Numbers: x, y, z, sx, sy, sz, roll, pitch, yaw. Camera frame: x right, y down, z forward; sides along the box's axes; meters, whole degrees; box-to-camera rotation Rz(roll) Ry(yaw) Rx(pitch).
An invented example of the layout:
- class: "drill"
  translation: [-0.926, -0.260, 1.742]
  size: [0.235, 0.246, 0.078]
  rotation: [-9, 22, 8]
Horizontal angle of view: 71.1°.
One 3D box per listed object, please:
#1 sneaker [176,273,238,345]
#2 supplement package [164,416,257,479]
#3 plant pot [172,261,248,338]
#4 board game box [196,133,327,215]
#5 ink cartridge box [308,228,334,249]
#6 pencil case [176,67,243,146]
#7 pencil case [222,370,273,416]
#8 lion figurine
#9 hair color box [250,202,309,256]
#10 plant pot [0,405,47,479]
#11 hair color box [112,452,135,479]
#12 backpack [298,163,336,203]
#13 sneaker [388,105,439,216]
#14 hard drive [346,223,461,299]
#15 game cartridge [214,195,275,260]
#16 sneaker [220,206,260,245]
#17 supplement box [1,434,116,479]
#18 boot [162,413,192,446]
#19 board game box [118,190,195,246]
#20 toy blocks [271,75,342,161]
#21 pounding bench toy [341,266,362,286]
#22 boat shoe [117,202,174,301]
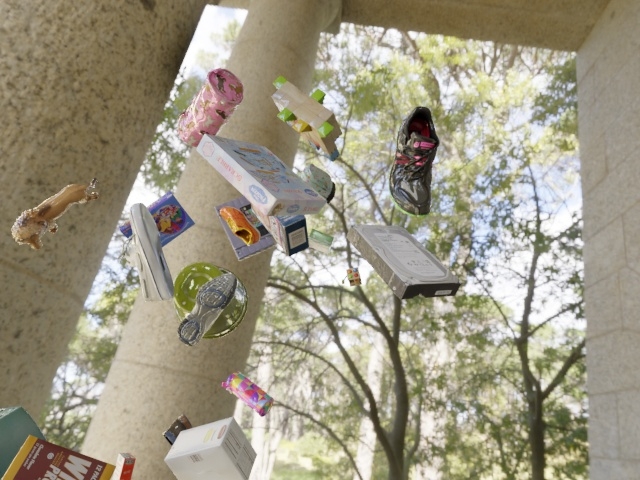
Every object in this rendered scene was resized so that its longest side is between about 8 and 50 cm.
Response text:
- class: "sneaker"
  translation: [-0.390, 0.230, 1.575]
  size: [0.111, 0.297, 0.129]
  rotation: [40, 10, 1]
- class: "supplement package"
  translation: [-0.417, 0.832, 1.723]
  size: [0.261, 0.145, 0.204]
  rotation: [-22, -74, 17]
- class: "plant pot"
  translation: [-0.539, 0.258, 2.111]
  size: [0.366, 0.367, 0.353]
  rotation: [12, -19, 0]
- class: "board game box"
  translation: [-0.173, -0.199, 1.409]
  size: [0.318, 0.066, 0.318]
  rotation: [43, 21, 19]
- class: "ink cartridge box"
  translation: [0.000, 0.000, 2.041]
  size: [0.109, 0.062, 0.209]
  rotation: [23, -10, 3]
- class: "pencil case"
  translation: [-0.457, -0.536, 1.835]
  size: [0.167, 0.160, 0.386]
  rotation: [20, -30, -31]
- class: "pencil case"
  translation: [-0.321, 0.684, 1.998]
  size: [0.236, 0.104, 0.104]
  rotation: [25, -17, 24]
- class: "lion figurine"
  translation: [-1.063, -0.136, 1.815]
  size: [0.142, 0.392, 0.240]
  rotation: [40, -18, -13]
- class: "hair color box"
  translation: [-0.181, -0.110, 1.857]
  size: [0.105, 0.347, 0.174]
  rotation: [-25, -42, -19]
- class: "plant pot"
  translation: [-0.842, 0.575, 1.183]
  size: [0.165, 0.234, 0.165]
  rotation: [-11, 5, 13]
- class: "hair color box"
  translation: [-0.695, 0.829, 1.568]
  size: [0.043, 0.141, 0.072]
  rotation: [19, -15, -37]
- class: "backpack"
  translation: [-0.017, -0.269, 2.079]
  size: [0.182, 0.152, 0.115]
  rotation: [31, -62, -24]
- class: "sneaker"
  translation: [0.376, -0.324, 1.799]
  size: [0.185, 0.483, 0.202]
  rotation: [2, -18, -1]
- class: "hard drive"
  translation: [0.264, 0.058, 1.457]
  size: [0.236, 0.339, 0.064]
  rotation: [2, -59, -31]
- class: "game cartridge"
  translation: [-0.427, -0.081, 2.537]
  size: [0.230, 0.355, 0.068]
  rotation: [-25, -19, -11]
- class: "sneaker"
  translation: [-0.273, -0.054, 1.483]
  size: [0.175, 0.067, 0.064]
  rotation: [39, -62, 17]
- class: "supplement box"
  translation: [-0.582, 0.533, 0.972]
  size: [0.191, 0.129, 0.194]
  rotation: [31, -41, -17]
- class: "boot"
  translation: [-0.562, 0.846, 1.856]
  size: [0.082, 0.106, 0.219]
  rotation: [-31, -91, 51]
- class: "board game box"
  translation: [-0.935, -0.089, 2.576]
  size: [0.078, 0.347, 0.233]
  rotation: [39, -18, 49]
- class: "toy blocks"
  translation: [-0.040, -0.492, 1.889]
  size: [0.381, 0.191, 0.261]
  rotation: [42, -4, 27]
- class: "pounding bench toy"
  translation: [0.120, 0.148, 1.802]
  size: [0.083, 0.052, 0.065]
  rotation: [-13, -36, 7]
- class: "boat shoe"
  translation: [-0.646, 0.053, 1.590]
  size: [0.156, 0.136, 0.367]
  rotation: [-12, -69, -3]
